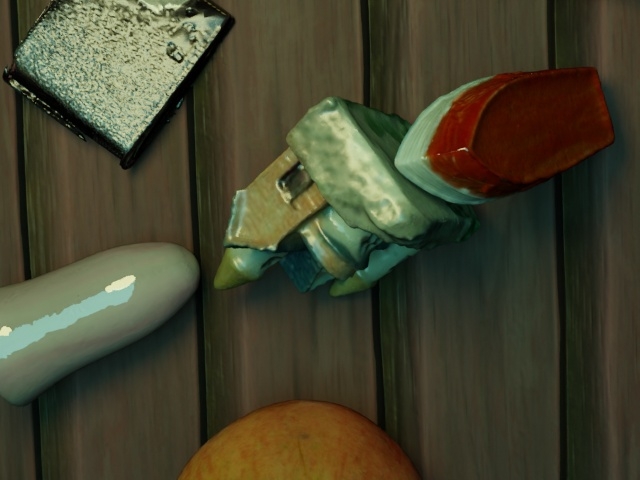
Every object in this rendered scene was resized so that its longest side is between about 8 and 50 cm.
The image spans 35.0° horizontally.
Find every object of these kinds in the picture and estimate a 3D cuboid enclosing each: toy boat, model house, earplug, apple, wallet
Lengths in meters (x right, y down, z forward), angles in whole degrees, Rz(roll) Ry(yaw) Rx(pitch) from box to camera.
[{"bbox_3d":[0.215,-0.127,1.234,0.133,0.332,0.145,-12,96,47],"label":"toy boat"},{"bbox_3d":[0.000,0.000,1.291,0.325,0.267,0.194,-38,75,21],"label":"model house"},{"bbox_3d":[-0.306,0.088,1.383,0.301,0.172,0.172,-25,90,3],"label":"earplug"},{"bbox_3d":[-0.033,0.391,1.277,0.364,0.364,0.363,1,94,8],"label":"apple"},{"bbox_3d":[-0.279,-0.264,1.398,0.221,0.071,0.262,36,91,5],"label":"wallet"}]
